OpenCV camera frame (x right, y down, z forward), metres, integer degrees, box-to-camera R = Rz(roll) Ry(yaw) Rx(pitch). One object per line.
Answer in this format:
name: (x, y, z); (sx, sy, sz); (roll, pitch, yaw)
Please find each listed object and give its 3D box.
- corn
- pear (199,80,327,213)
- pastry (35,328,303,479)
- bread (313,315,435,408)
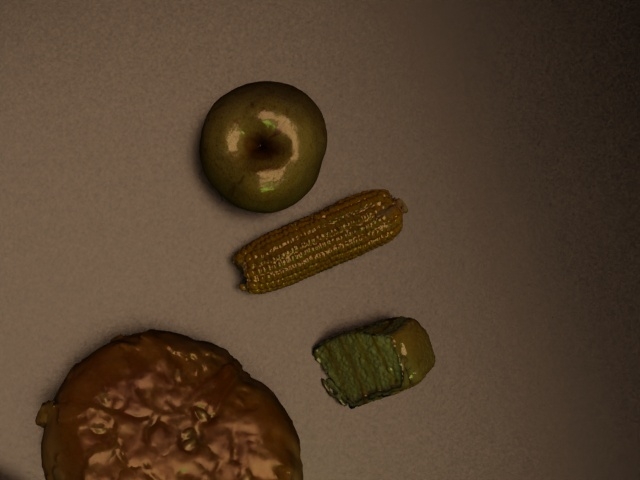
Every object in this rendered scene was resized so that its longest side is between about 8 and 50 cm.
corn: (0.000, 0.000, 1.894); (0.238, 0.080, 0.080); (-22, 92, -7)
pear: (-0.071, -0.116, 1.858); (0.167, 0.136, 0.167); (0, 90, -6)
pastry: (-0.183, 0.260, 1.797); (0.315, 0.184, 0.284); (31, 71, 1)
bread: (0.080, 0.145, 1.897); (0.110, 0.156, 0.103); (-29, 101, -42)
